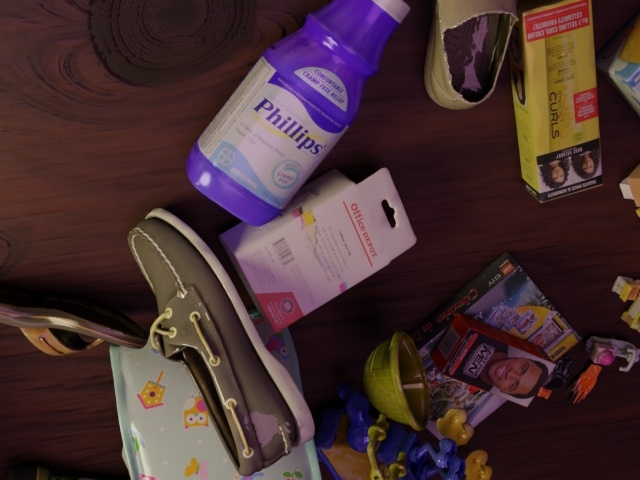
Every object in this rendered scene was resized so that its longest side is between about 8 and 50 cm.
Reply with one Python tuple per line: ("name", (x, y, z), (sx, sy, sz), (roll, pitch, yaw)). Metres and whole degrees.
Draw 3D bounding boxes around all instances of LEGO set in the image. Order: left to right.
("LEGO set", (0.442, 0.047, 1.141), (0.132, 0.107, 0.287), (-1, 115, -14))

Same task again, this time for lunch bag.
("lunch bag", (-0.122, 0.223, 1.051), (0.223, 0.160, 0.262), (-11, 83, -8))

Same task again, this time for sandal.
("sandal", (-0.301, 0.095, 0.982), (0.219, 0.090, 0.060), (11, 101, -15))

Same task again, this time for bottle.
("bottle", (-0.020, -0.151, 0.936), (0.118, 0.092, 0.283), (35, 103, -25))

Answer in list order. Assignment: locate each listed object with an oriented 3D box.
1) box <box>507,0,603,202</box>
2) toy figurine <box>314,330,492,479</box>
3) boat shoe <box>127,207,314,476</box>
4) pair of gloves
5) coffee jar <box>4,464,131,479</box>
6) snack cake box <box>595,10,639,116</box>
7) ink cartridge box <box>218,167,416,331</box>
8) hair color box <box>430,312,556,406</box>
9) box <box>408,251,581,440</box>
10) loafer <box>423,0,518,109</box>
("box", (0.269, -0.165, 1.023), (0.087, 0.058, 0.232), (-15, 118, -6))
("toy figurine", (0.052, 0.272, 1.100), (0.217, 0.191, 0.362), (0, 137, 32))
("boat shoe", (-0.125, 0.105, 0.952), (0.091, 0.109, 0.305), (-30, 82, -27))
("pair of gloves", (0.347, 0.196, 1.244), (0.083, 0.010, 0.074), (16, 111, -18))
("coffee jar", (-0.307, 0.338, 1.106), (0.184, 0.079, 0.096), (14, 110, -20))
("snack cake box", (0.464, -0.245, 1.018), (0.152, 0.089, 0.264), (37, 102, -26))
("ink cartridge box", (0.000, 0.000, 1.018), (0.198, 0.067, 0.115), (-30, 119, -11))
("hair color box", (0.217, 0.151, 1.118), (0.141, 0.043, 0.072), (22, 107, -23))
("box", (0.204, 0.147, 1.164), (0.233, 0.044, 0.159), (-41, 117, 7))
("loafer", (0.165, -0.260, 0.931), (0.102, 0.092, 0.269), (-8, 117, -11))
